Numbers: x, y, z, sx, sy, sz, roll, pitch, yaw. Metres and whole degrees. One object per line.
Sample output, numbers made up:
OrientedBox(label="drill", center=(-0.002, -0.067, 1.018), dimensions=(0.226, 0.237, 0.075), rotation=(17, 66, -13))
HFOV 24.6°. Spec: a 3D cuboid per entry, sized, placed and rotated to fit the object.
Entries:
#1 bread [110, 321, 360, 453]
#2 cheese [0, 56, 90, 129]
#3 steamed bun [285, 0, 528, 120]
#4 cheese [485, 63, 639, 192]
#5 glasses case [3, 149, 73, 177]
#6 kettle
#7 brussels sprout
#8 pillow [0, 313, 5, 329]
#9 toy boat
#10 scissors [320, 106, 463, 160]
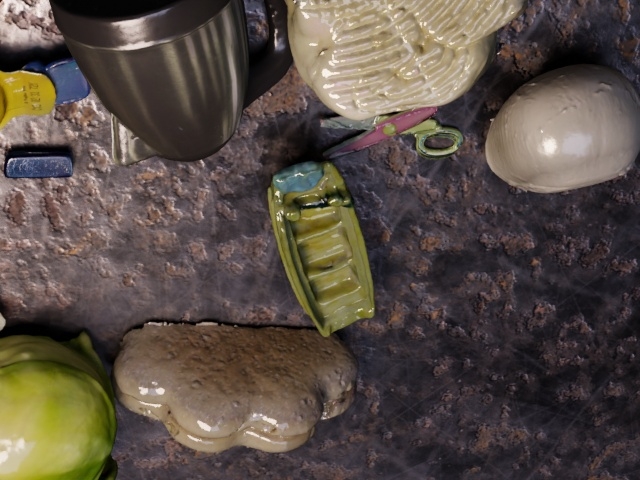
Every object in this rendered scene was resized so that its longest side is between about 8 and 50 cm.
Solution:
OrientedBox(label="bread", center=(-0.106, 0.203, 1.952), dimensions=(0.337, 0.183, 0.102), rotation=(2, 131, -15))
OrientedBox(label="cheese", center=(-0.388, -0.160, 1.696), dimensions=(0.250, 0.064, 0.156), rotation=(-14, 147, -15))
OrientedBox(label="steamed bun", center=(0.096, -0.300, 1.651), dimensions=(0.320, 0.206, 0.275), rotation=(-42, 108, 15))
OrientedBox(label="cheese", center=(0.315, -0.140, 1.835), dimensions=(0.198, 0.189, 0.154), rotation=(-13, 93, -7))
OrientedBox(label="glasses case", center=(-0.342, -0.094, 1.783), dimensions=(0.083, 0.023, 0.033), rotation=(-2, 118, -15))
OrientedBox(label="kettle", center=(-0.166, -0.217, 1.669), dimensions=(0.207, 0.250, 0.271), rotation=(4, 135, 19))
OrientedBox(label="brussels sprout", center=(-0.383, 0.251, 1.892), dimensions=(0.294, 0.227, 0.259), rotation=(1, 119, -45))
OrientedBox(label="pillow", center=(-0.494, 0.043, 1.820), dimensions=(0.128, 0.051, 0.229), rotation=(-18, 125, 8))
OrientedBox(label="toy boat", center=(-0.002, -0.004, 1.899), dimensions=(0.111, 0.084, 0.276), rotation=(-21, 129, -4))
OrientedBox(label="scissors", center=(0.091, -0.145, 1.862), dimensions=(0.187, 0.020, 0.133), rotation=(-12, 130, -8))
